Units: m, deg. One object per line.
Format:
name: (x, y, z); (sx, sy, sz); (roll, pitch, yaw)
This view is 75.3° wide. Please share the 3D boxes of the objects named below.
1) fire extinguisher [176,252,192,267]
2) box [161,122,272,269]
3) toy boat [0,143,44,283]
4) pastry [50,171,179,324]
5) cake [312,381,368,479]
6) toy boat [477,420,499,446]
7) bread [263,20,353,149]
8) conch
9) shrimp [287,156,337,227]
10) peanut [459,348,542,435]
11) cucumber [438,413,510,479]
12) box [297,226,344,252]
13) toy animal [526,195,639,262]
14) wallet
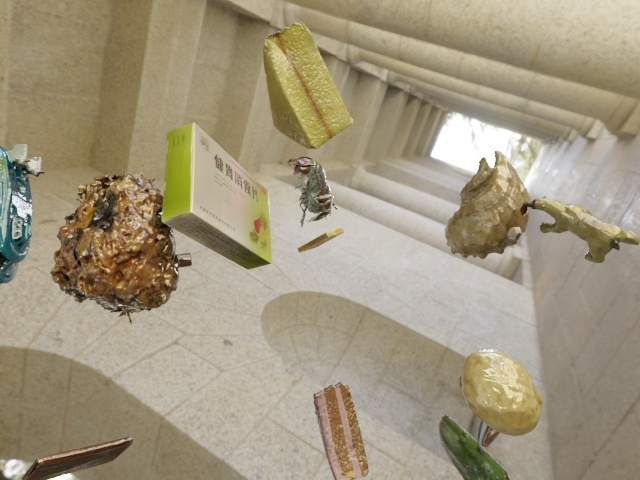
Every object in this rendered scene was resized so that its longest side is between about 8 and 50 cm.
fire extinguisher: (-0.470, 0.064, 1.250); (0.157, 0.045, 0.078); (-6, -24, -27)
box: (-0.178, -0.068, 0.768); (0.260, 0.062, 0.175); (41, -142, -59)
toy boat: (-0.649, -0.059, 0.872); (0.134, 0.092, 0.298); (96, 163, -72)
pastry: (-0.351, 0.009, 0.712); (0.193, 0.274, 0.274); (-14, -43, -21)
cake: (0.062, 0.562, 1.197); (0.113, 0.116, 0.295); (-175, 71, -78)
toy boat: (0.509, 0.492, 1.173); (0.228, 0.080, 0.046); (-60, -9, 4)
bread: (-0.054, -0.559, 1.494); (0.233, 0.245, 0.361); (-40, -33, -21)
conch: (0.470, -0.082, 1.117); (0.263, 0.186, 0.324); (-44, -25, -31)
shrimp: (-0.027, -0.176, 1.563); (0.166, 0.221, 0.410); (-30, -28, -18)
peanut: (0.326, 0.270, 0.741); (0.109, 0.159, 0.140); (-32, 39, 54)
cucumber: (0.480, 0.707, 1.360); (0.105, 0.325, 0.145); (-33, -61, -8)
box: (0.000, 0.000, 1.410); (0.156, 0.022, 0.089); (-29, -9, 41)
toy animal: (0.584, -0.036, 0.938); (0.101, 0.219, 0.103); (22, -72, -51)
wallet: (-0.470, 0.425, 0.807); (0.095, 0.026, 0.176); (-46, -30, 21)
